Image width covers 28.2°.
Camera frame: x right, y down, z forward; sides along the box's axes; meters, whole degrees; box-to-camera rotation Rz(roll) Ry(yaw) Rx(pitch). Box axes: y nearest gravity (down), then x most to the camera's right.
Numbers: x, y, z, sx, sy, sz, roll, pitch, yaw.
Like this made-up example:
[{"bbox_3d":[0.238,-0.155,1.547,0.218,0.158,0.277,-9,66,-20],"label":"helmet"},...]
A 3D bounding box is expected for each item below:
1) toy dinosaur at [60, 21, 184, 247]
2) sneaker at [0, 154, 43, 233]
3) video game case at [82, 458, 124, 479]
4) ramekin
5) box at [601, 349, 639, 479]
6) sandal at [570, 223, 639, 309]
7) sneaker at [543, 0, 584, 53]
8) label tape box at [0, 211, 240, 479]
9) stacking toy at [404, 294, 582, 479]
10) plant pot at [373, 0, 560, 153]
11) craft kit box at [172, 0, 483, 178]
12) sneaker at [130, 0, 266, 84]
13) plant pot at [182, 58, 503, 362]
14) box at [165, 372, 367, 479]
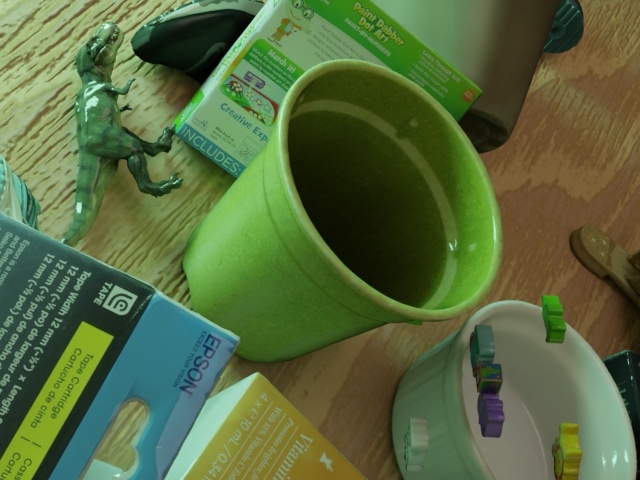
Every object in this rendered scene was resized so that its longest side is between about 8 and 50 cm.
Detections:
[{"bbox_3d":[-0.206,-0.095,1.317,0.118,0.064,0.268,15,58,-26],"label":"toy dinosaur"},{"bbox_3d":[-0.275,0.047,1.122,0.122,0.110,0.283,43,31,-53],"label":"sneaker"},{"bbox_3d":[-0.277,0.226,1.000,0.193,0.023,0.212,21,36,-2],"label":"video game case"},{"bbox_3d":[0.211,0.219,1.430,0.277,0.135,0.277,22,52,-31],"label":"ramekin"},{"bbox_3d":[0.413,0.260,1.600,0.153,0.108,0.207,18,54,-32],"label":"box"},{"bbox_3d":[0.466,0.042,1.801,0.240,0.079,0.088,31,48,-23],"label":"sandal"},{"bbox_3d":[0.269,-0.417,1.910,0.319,0.112,0.131,46,27,-14],"label":"sneaker"},{"bbox_3d":[-0.270,0.109,0.948,0.348,0.115,0.249,26,69,3],"label":"label tape box"},{"bbox_3d":[0.169,0.143,1.293,0.167,0.052,0.221,4,48,-3],"label":"stacking toy"},{"bbox_3d":[0.153,-0.267,1.584,0.323,0.323,0.280,19,70,-32],"label":"plant pot"},{"bbox_3d":[0.008,-0.148,1.412,0.250,0.246,0.061,37,13,-20],"label":"craft kit box"},{"bbox_3d":[-0.081,-0.202,1.460,0.283,0.107,0.124,-8,77,-43],"label":"sneaker"},{"bbox_3d":[0.000,0.000,1.293,0.276,0.254,0.276,21,52,-30],"label":"plant pot"},{"bbox_3d":[-0.031,0.327,1.128,0.345,0.168,0.215,46,44,-10],"label":"box"}]
